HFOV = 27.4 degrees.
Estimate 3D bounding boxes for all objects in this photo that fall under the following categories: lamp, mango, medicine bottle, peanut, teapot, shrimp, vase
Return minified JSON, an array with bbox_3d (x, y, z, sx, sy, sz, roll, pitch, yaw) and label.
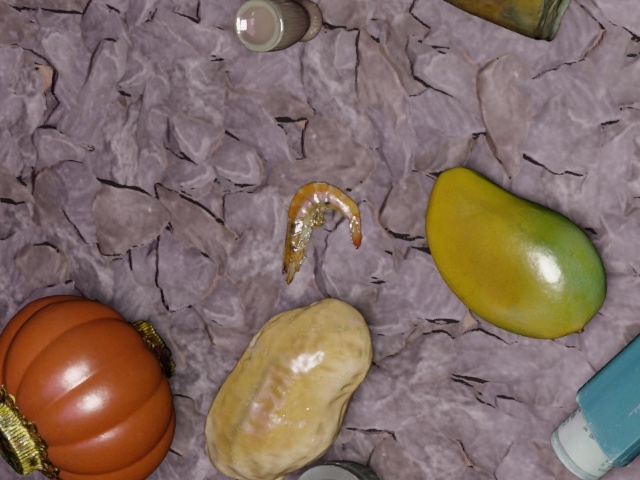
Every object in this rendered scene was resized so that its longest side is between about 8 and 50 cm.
[{"bbox_3d":[-0.248,0.162,1.374,0.223,0.196,0.223,41,150,30],"label":"lamp"},{"bbox_3d":[0.177,0.017,1.224,0.191,0.085,0.122,32,122,25],"label":"mango"},{"bbox_3d":[0.325,0.128,1.177,0.124,0.079,0.258,48,115,8],"label":"medicine bottle"},{"bbox_3d":[-0.032,0.155,1.315,0.129,0.129,0.224,35,112,14],"label":"peanut"},{"bbox_3d":[0.031,0.279,1.332,0.092,0.091,0.124,-11,90,26],"label":"teapot"},{"bbox_3d":[0.000,0.000,1.328,0.083,0.023,0.114,22,104,16],"label":"shrimp"},{"bbox_3d":[-0.037,-0.209,1.259,0.053,0.101,0.053,6,104,23],"label":"vase"}]

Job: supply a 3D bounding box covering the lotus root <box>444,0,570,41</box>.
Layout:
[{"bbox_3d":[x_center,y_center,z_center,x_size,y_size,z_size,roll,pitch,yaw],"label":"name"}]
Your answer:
[{"bbox_3d":[0.127,-0.345,1.139,0.260,0.149,0.267,28,107,16],"label":"lotus root"}]
